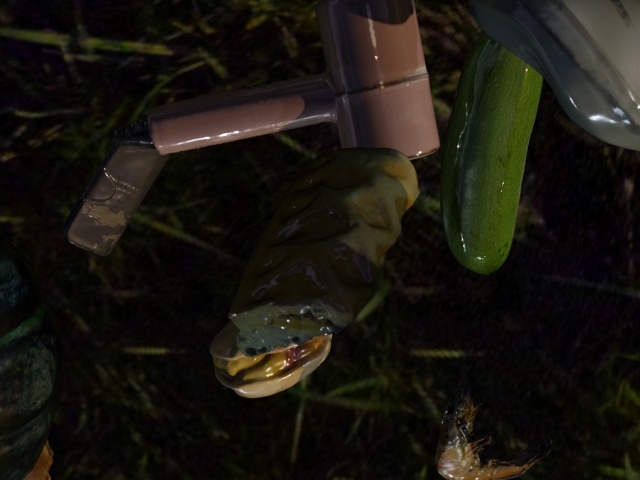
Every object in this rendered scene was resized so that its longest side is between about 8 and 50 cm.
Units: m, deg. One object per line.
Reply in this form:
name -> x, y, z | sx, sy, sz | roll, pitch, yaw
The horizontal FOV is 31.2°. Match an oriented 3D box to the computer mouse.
computer mouse -> 0.244, -0.154, 0.939 | 0.095, 0.331, 0.197 | -47, 66, 26

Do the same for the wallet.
wallet -> -0.251, -0.057, 1.405 | 0.018, 0.082, 0.156 | 38, 97, 42

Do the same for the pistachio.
pistachio -> -0.068, 0.144, 1.569 | 0.145, 0.200, 0.117 | 10, 123, 41

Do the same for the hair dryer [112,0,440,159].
hair dryer -> -0.059, -0.154, 1.206 | 0.344, 0.107, 0.189 | -11, 99, 6

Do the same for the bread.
bread -> 0.000, 0.000, 0.897 | 0.128, 0.232, 0.088 | -32, 106, 36

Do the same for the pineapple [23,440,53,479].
pineapple -> -0.390, 0.253, 1.060 | 0.202, 0.202, 0.362 | 46, 133, 0

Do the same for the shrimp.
shrimp -> 0.222, 0.246, 1.450 | 0.148, 0.035, 0.195 | 2, 132, 2

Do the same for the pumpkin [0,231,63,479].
pumpkin -> -0.288, 0.083, 0.670 | 0.248, 0.248, 0.248 | 6, 110, 17

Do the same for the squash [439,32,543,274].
squash -> 0.207, -0.118, 1.420 | 0.107, 0.107, 0.395 | 15, 130, 14
